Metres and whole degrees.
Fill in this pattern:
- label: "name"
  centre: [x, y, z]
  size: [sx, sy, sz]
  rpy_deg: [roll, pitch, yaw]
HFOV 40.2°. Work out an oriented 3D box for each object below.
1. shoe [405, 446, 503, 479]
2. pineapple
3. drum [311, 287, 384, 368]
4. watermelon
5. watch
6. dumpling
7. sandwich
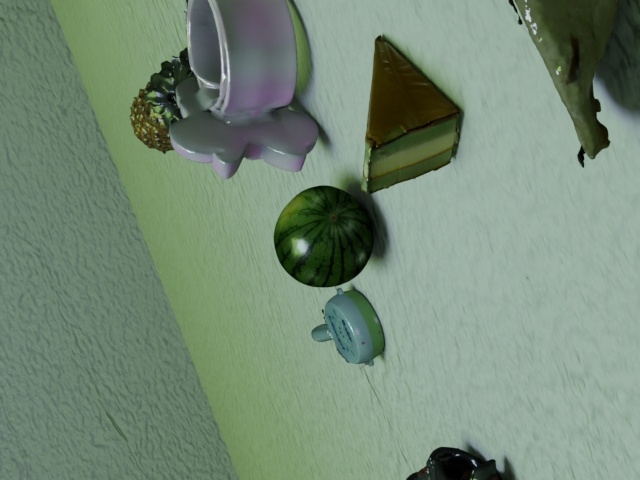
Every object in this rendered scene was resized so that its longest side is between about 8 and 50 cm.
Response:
- label: "shoe"
  centre: [0.185, 0.330, 1.184]
  size: [0.227, 0.099, 0.112]
  rpy_deg: [6, 110, 64]
- label: "pineapple"
  centre: [-0.265, -0.259, 1.661]
  size: [0.310, 0.141, 0.170]
  rpy_deg: [-24, 85, 63]
- label: "drum"
  centre: [0.025, 0.129, 1.433]
  size: [0.253, 0.049, 0.130]
  rpy_deg: [13, 123, 66]
- label: "watermelon"
  centre: [0.000, 0.000, 1.230]
  size: [0.140, 0.141, 0.187]
  rpy_deg: [64, 163, 9]
- label: "watch"
  centre: [-0.118, -0.241, 1.221]
  size: [0.248, 0.211, 0.217]
  rpy_deg: [-120, 28, -43]
- label: "dumpling"
  centre: [0.166, -0.228, 0.623]
  size: [0.086, 0.166, 0.332]
  rpy_deg: [-12, 124, 28]
- label: "sandwich"
  centre: [0.059, -0.141, 0.954]
  size: [0.163, 0.113, 0.079]
  rpy_deg: [54, 157, 35]
